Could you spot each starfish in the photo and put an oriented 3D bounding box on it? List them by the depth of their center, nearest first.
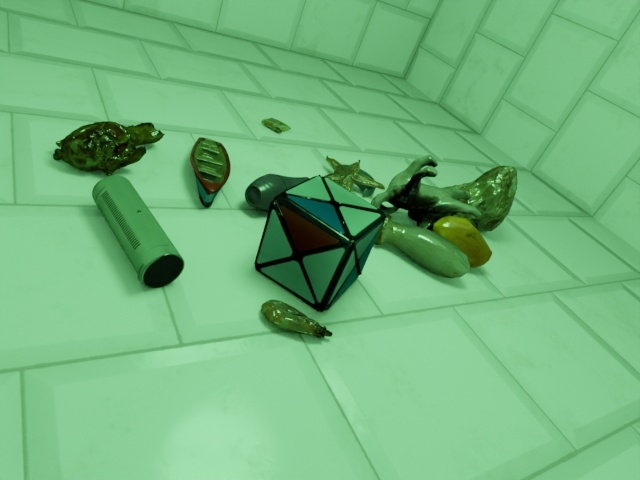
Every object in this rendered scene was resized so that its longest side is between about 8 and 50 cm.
[{"bbox_3d":[0.107,-0.239,1.834,0.295,0.048,0.231,31,54,17],"label":"starfish"}]

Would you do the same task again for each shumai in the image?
[{"bbox_3d":[0.645,-0.201,1.934,0.262,0.314,0.267,13,46,-9],"label":"shumai"}]

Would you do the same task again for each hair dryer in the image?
[{"bbox_3d":[-0.038,-0.105,1.506,0.361,0.121,0.301,35,28,22],"label":"hair dryer"}]

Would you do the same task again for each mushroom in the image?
[{"bbox_3d":[0.339,0.020,1.571,0.350,0.128,0.128,24,32,6],"label":"mushroom"}]

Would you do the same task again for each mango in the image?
[{"bbox_3d":[0.505,0.003,1.657,0.252,0.154,0.126,31,11,-19],"label":"mango"}]

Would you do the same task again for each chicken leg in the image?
[{"bbox_3d":[-0.607,-0.304,1.415,0.211,0.140,0.361,28,35,22],"label":"chicken leg"}]

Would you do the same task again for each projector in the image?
[{"bbox_3d":[-0.457,-0.030,1.142,0.108,0.108,0.337,-11,46,-42],"label":"projector"}]

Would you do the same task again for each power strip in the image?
[{"bbox_3d":[0.148,-0.261,1.927,0.137,0.044,0.216,-16,50,-45],"label":"power strip"}]

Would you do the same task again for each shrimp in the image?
[{"bbox_3d":[-0.056,0.194,1.138,0.190,0.042,0.101,23,25,1],"label":"shrimp"}]

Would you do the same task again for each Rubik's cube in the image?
[{"bbox_3d":[0.000,0.000,1.263,0.250,0.248,0.246,32,34,15],"label":"Rubik's cube"}]

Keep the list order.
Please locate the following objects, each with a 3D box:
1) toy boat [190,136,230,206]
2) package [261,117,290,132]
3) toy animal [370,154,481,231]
[{"bbox_3d":[-0.366,-0.233,1.523,0.136,0.079,0.392,12,33,-21],"label":"toy boat"},{"bbox_3d":[-0.202,-0.527,2.104,0.108,0.031,0.121,29,27,8],"label":"package"},{"bbox_3d":[0.381,-0.130,1.742,0.344,0.302,0.194,38,31,-25],"label":"toy animal"}]
